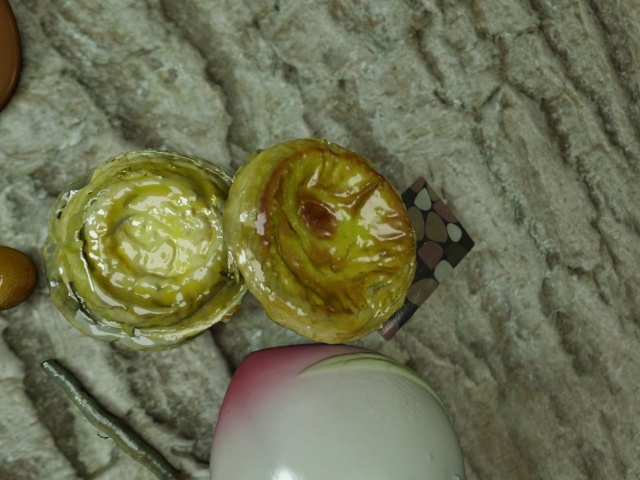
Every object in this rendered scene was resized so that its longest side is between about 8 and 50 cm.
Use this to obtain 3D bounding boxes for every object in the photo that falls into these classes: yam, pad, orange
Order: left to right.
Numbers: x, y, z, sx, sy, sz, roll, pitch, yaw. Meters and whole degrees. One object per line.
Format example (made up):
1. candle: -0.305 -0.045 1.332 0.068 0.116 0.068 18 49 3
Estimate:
1. orange: -0.384 0.046 0.532 0.085 0.085 0.085 1 87 -17
2. yam: -0.274 0.241 0.586 0.234 0.029 0.027 48 34 -9
3. pad: 0.138 0.027 0.734 0.235 0.003 0.158 -44 100 -15

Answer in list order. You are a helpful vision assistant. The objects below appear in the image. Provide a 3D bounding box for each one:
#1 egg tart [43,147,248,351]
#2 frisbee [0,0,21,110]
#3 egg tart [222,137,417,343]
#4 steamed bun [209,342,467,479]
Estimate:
1. egg tart: -0.210 0.007 0.579 0.279 0.095 0.278 1 86 -17
2. frisbee: -0.454 -0.220 0.470 0.251 0.021 0.250 -28 130 -40
3. egg tart: 0.000 0.000 0.610 0.295 0.116 0.294 11 70 -30
4. steamed bun: -0.003 0.248 0.551 0.309 0.309 0.309 1 87 -17
